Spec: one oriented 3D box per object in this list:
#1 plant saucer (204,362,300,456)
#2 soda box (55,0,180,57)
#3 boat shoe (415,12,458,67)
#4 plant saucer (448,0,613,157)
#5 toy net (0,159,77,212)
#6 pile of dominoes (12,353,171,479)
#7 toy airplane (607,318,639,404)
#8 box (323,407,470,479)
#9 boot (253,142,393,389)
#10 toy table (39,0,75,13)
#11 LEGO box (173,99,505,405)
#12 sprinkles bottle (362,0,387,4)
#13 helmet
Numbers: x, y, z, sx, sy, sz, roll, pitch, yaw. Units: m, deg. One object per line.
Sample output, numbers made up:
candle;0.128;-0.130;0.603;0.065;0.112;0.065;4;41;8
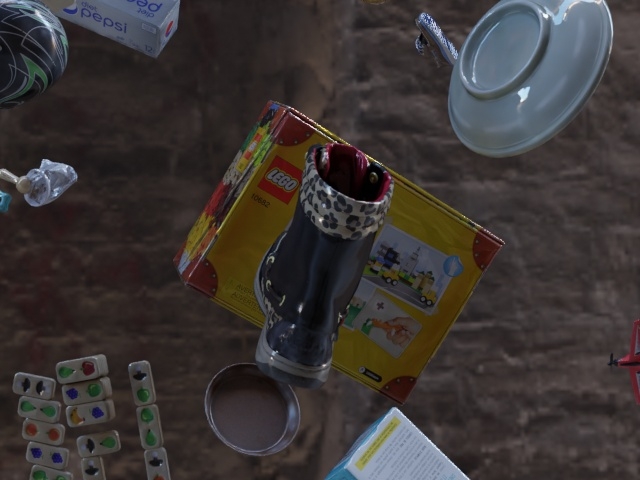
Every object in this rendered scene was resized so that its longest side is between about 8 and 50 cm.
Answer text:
plant saucer;-0.117;0.287;1.911;0.168;0.168;0.029;1;-30;-24
soda box;-0.419;-0.463;2.185;0.286;0.098;0.091;24;-34;4
boat shoe;0.257;-0.452;2.631;0.066;0.066;0.183;-24;-39;21
plant saucer;0.388;-0.365;2.269;0.100;0.400;0.400;29;-22;-36
toy net;-0.497;-0.068;1.781;0.232;0.122;0.045;-13;-26;6
pile of dominoes;-0.305;0.281;1.505;0.196;0.251;0.040;-11;-2;9
toy airplane;0.506;0.173;1.711;0.151;0.151;0.028;-1;24;-2
box;0.123;0.292;1.144;0.100;0.244;0.060;-43;-4;-40
boot;0.000;0.000;1.591;0.138;0.284;0.377;17;24;-4
toy table;-0.561;-0.423;1.953;0.274;0.252;0.161;-21;-45;1
LEGO box;0.031;0.023;2.165;0.500;0.372;0.193;31;2;-17
sprinkles bottle;0.162;-0.523;1.836;0.121;0.121;0.355;-7;35;50
helmet;-0.458;-0.289;1.691;0.169;0.169;0.161;4;-36;-49
